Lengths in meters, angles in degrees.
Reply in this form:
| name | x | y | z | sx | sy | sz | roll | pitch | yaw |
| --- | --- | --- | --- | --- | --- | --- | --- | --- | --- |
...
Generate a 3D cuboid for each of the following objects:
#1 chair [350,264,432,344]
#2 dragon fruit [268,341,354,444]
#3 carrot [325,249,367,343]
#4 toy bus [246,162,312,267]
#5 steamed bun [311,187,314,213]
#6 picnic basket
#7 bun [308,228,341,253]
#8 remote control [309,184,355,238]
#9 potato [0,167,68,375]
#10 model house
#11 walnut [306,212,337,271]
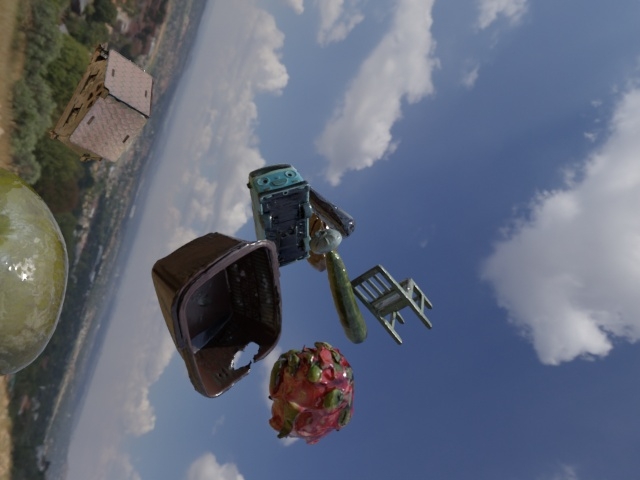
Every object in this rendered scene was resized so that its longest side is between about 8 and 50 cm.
| name | x | y | z | sx | sy | sz | roll | pitch | yaw |
| --- | --- | --- | --- | --- | --- | --- | --- | --- | --- |
| chair | 0.229 | 0.179 | 1.362 | 0.136 | 0.270 | 0.147 | -37 | -170 | 26 |
| dragon fruit | -0.028 | 0.420 | 1.154 | 0.237 | 0.231 | 0.303 | -111 | -153 | -54 |
| carrot | 0.070 | 0.168 | 1.223 | 0.074 | 0.074 | 0.359 | -110 | -179 | -56 |
| toy bus | -0.109 | -0.071 | 1.077 | 0.271 | 0.133 | 0.165 | 92 | -25 | -49 |
| steamed bun | -0.119 | -0.121 | 1.793 | 0.276 | 0.203 | 0.289 | 118 | -35 | -64 |
| picnic basket | -0.185 | 0.116 | 0.761 | 0.129 | 0.222 | 0.297 | 29 | -43 | 31 |
| bun | 0.011 | -0.001 | 1.039 | 0.083 | 0.045 | 0.083 | -21 | -153 | 11 |
| remote control | 0.003 | -0.113 | 1.316 | 0.066 | 0.266 | 0.090 | -43 | 168 | -23 |
| potato | -0.376 | 0.038 | 0.477 | 0.174 | 0.159 | 0.252 | -51 | -128 | 52 |
| model house | -0.560 | -0.368 | 1.149 | 0.244 | 0.169 | 0.326 | 11 | -104 | 42 |
| walnut | 0.000 | 0.000 | 1.592 | 0.137 | 0.137 | 0.246 | -165 | -108 | -67 |
